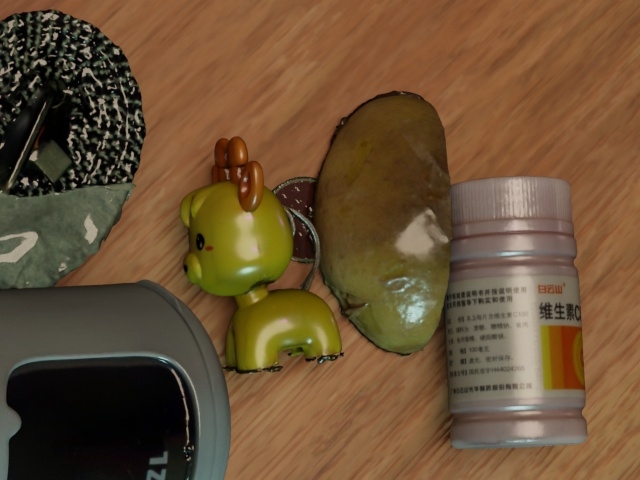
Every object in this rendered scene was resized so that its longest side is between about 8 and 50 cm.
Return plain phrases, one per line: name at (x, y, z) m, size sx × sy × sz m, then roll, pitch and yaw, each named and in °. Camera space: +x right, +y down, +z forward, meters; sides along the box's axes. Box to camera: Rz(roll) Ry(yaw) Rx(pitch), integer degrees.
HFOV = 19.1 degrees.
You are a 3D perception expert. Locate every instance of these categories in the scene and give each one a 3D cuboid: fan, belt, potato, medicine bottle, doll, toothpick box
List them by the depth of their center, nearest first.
toothpick box at (-0.283, 0.152, 1.555) m, size 0.355 × 0.263 × 0.263 m, roll -1°, pitch 81°, yaw -43°
belt at (-0.272, -0.074, 1.689) m, size 0.207 × 0.150 × 0.257 m, roll 28°, pitch 76°, yaw -20°
doll at (-0.059, 0.012, 1.744) m, size 0.135 × 0.143 × 0.221 m, roll -14°, pitch 93°, yaw -15°
potato at (0.061, -0.026, 1.792) m, size 0.120 × 0.100 × 0.261 m, roll 4°, pitch 81°, yaw -20°
medicine bottle at (0.181, 0.071, 1.800) m, size 0.133 × 0.133 × 0.249 m, roll 0°, pitch 81°, yaw -15°
fan at (0.000, 0.000, 1.825) m, size 0.085 × 0.005 × 0.133 m, roll -36°, pitch 92°, yaw -18°
